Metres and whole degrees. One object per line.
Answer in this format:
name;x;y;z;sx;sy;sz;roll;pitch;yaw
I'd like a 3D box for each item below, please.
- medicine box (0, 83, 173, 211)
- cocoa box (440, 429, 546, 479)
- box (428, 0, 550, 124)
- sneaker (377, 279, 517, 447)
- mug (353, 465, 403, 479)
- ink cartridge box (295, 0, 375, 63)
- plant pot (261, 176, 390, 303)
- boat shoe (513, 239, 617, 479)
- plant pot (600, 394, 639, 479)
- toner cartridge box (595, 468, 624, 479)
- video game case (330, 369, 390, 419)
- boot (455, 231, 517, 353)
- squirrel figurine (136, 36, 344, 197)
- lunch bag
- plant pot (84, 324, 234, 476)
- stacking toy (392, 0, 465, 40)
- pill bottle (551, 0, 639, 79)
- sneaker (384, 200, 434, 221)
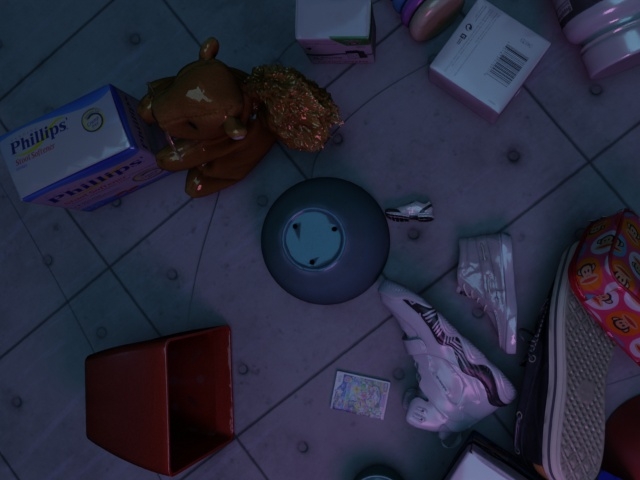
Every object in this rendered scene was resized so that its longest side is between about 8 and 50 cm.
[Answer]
medicine box;-0.482;-0.188;1.402;0.264;0.289;0.149;-24;86;7
cocoa box;0.309;0.601;1.297;0.231;0.228;0.347;32;93;16
box;0.353;-0.377;1.374;0.182;0.119;0.181;36;94;8
sneaker;0.218;0.263;1.371;0.366;0.137;0.210;44;92;3
mug;0.117;0.566;1.400;0.129;0.097;0.157;41;95;6
ink cartridge box;0.038;-0.441;1.377;0.153;0.208;0.086;2;92;9
plant pot;0.000;0.000;1.379;0.290;0.195;0.290;0;89;8
boat shoe;0.490;0.236;1.314;0.187;0.156;0.499;20;74;-23
plant pot;0.709;0.449;1.247;0.275;0.243;0.274;0;90;8
toner cartridge box;0.500;0.624;1.237;0.075;0.165;0.347;23;120;27
video game case;0.089;0.346;1.452;0.122;0.011;0.087;11;91;8
boot;0.353;0.114;1.389;0.124;0.095;0.258;-4;81;15
squirrel figurine;-0.165;-0.274;1.299;0.397;0.370;0.280;-13;86;-7
lunch bag;0.630;0.084;1.267;0.293;0.120;0.258;47;51;-9
plant pot;-0.356;0.330;1.404;0.236;0.267;0.267;-3;88;20
stacking toy;0.163;-0.597;1.410;0.141;0.141;0.330;-38;78;6
pill bottle;0.566;-0.527;1.305;0.204;0.204;0.360;-20;86;7
sneaker;0.197;-0.066;1.436;0.109;0.040;0.043;2;73;5
